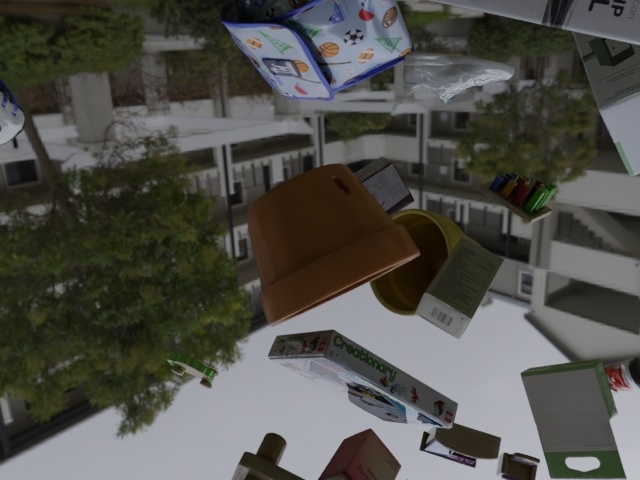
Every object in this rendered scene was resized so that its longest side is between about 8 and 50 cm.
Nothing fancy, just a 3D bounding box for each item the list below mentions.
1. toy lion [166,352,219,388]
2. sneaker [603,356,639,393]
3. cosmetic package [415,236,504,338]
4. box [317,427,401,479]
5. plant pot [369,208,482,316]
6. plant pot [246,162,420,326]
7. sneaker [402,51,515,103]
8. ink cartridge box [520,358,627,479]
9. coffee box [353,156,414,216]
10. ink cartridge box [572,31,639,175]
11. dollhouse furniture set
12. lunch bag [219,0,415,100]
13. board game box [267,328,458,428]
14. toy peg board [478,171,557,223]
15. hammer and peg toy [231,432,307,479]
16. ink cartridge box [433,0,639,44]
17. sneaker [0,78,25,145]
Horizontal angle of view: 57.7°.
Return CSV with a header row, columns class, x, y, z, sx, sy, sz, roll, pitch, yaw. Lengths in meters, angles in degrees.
class,x,y,z,sx,sy,sz,roll,pitch,yaw
toy lion,-0.224,0.219,1.005,0.100,0.096,0.034,19,-115,19
sneaker,0.747,0.346,1.444,0.145,0.090,0.270,-26,161,30
cosmetic package,0.162,0.053,0.673,0.060,0.041,0.115,31,-133,16
box,0.097,0.657,1.589,0.127,0.149,0.232,-38,-178,37
plant pot,0.285,0.062,1.433,0.239,0.254,0.254,8,-174,-43
plant pot,0.000,0.000,1.024,0.290,0.204,0.291,-26,172,-4
sneaker,0.263,-0.311,1.125,0.212,0.094,0.080,4,-162,1
ink cartridge box,0.547,0.384,1.249,0.056,0.235,0.171,-6,168,-44
coffee box,0.065,-0.073,1.264,0.246,0.098,0.141,-32,-165,5
ink cartridge box,0.638,-0.313,1.200,0.121,0.211,0.289,-23,-139,31
dollhouse furniture set,0.317,0.582,1.251,0.286,0.303,0.198,16,155,7
lunch bag,-0.004,-0.521,1.413,0.385,0.239,0.328,-20,153,15
board game box,0.076,0.257,1.063,0.305,0.053,0.193,34,153,-24
toy peg board,0.519,-0.131,1.496,0.160,0.079,0.161,40,-149,25
hammer and peg toy,0.023,0.449,0.888,0.361,0.266,0.127,25,-132,4
ink cartridge box,0.335,-0.424,0.741,0.395,0.286,0.166,26,-150,30
sneaker,-0.419,-0.188,0.650,0.127,0.315,0.182,39,-154,-2
